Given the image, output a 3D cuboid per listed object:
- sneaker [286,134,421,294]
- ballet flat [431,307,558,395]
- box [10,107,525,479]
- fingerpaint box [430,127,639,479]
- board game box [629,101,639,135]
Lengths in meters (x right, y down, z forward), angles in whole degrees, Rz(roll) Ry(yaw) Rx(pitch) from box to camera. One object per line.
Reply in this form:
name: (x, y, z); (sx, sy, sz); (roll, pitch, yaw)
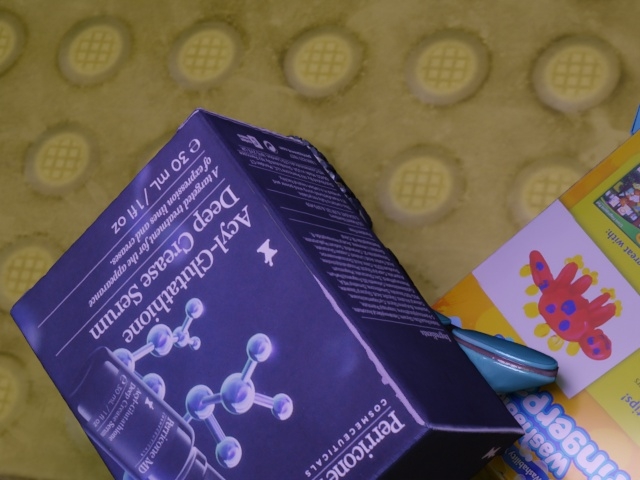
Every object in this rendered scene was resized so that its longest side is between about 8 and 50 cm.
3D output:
sneaker: (0.000, 0.000, 1.965); (0.122, 0.110, 0.283); (-34, 59, 5)
ballet flat: (0.124, 0.116, 1.712); (0.247, 0.083, 0.087); (24, 102, 30)
box: (-0.058, 0.124, 1.645); (0.293, 0.212, 0.395); (-46, 64, 17)
fingerpaint box: (0.350, 0.164, 1.730); (0.371, 0.163, 0.445); (-41, 58, -2)
board game box: (0.501, -0.239, 1.823); (0.253, 0.079, 0.336); (21, 100, 35)
